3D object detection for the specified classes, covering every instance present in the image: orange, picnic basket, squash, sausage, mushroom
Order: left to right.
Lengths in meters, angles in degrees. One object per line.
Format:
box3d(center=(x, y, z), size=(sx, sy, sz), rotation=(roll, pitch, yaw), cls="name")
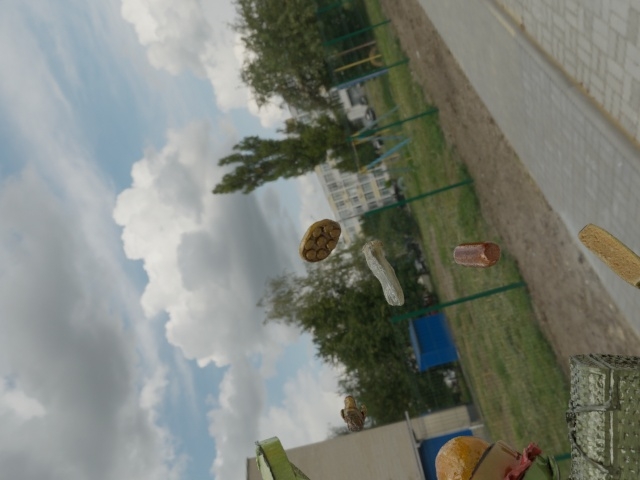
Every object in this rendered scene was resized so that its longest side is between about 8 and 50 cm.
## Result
box3d(center=(-0.065, 0.530, 1.181), size=(0.220, 0.133, 0.220), rotation=(56, 161, 32), cls="squash")
box3d(center=(0.183, 0.094, 1.511), size=(0.054, 0.059, 0.202), rotation=(-26, -90, -58), cls="mushroom")
box3d(center=(0.461, 0.708, 1.621), size=(0.219, 0.220, 0.193), rotation=(-98, 21, -46), cls="orange")
box3d(center=(0.451, 0.040, 1.548), size=(0.197, 0.076, 0.076), rotation=(174, 79, -75), cls="sausage")
box3d(center=(0.427, 0.266, 0.745), size=(0.134, 0.154, 0.196), rotation=(5, -94, -76), cls="picnic basket")

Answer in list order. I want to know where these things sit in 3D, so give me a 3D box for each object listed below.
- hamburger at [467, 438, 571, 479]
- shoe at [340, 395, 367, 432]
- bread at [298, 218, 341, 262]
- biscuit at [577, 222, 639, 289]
box3d(center=(0.178, 0.266, 0.446), size=(0.137, 0.175, 0.175), rotation=(27, 159, 32), cls="hamburger")
box3d(center=(0.097, 0.492, 1.507), size=(0.109, 0.072, 0.069), rotation=(50, -159, -33), cls="shoe")
box3d(center=(0.000, 0.000, 1.096), size=(0.024, 0.110, 0.110), rotation=(40, 166, 36), cls="bread")
box3d(center=(0.585, 0.032, 1.048), size=(0.056, 0.052, 0.188), rotation=(31, -159, -27), cls="biscuit")
